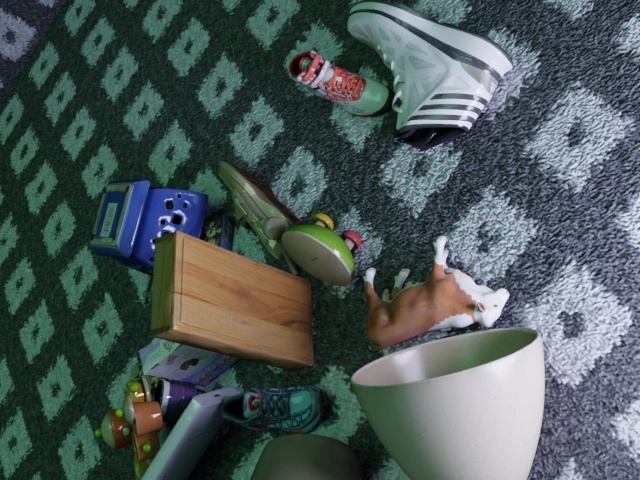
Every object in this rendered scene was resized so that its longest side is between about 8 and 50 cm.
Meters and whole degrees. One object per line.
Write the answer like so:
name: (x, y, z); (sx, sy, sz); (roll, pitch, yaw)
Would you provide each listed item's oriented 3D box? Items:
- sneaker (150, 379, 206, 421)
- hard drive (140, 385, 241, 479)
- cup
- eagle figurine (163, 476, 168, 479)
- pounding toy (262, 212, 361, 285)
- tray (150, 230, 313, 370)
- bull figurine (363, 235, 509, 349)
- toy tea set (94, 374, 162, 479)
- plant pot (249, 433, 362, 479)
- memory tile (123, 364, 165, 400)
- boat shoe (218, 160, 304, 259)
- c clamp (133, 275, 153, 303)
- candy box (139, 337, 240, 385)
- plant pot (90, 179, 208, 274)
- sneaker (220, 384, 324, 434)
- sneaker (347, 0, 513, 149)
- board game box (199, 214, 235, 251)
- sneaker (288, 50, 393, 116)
sneaker: (-0.349, 0.403, 1.905); (0.283, 0.124, 0.107); (147, 131, -68)
hard drive: (-0.312, 0.479, 1.792); (0.040, 0.203, 0.308); (36, 99, 18)
cup: (0.239, 0.307, 1.336); (0.331, 0.331, 0.237); (-14, 92, 37)
eagle figurine: (-0.215, 0.662, 1.677); (0.298, 0.225, 0.226); (5, 120, 12)
pounding toy: (0.000, 0.000, 1.748); (0.236, 0.183, 0.110); (10, 55, 46)
tray: (-0.171, 0.138, 1.650); (0.076, 0.410, 0.203); (-19, 62, 34)
bull figurine: (0.214, 0.111, 1.544); (0.310, 0.101, 0.189); (-23, 56, 30)
toy tea set: (-0.444, 0.429, 1.786); (0.336, 0.124, 0.200); (107, 147, -47)
plant pot: (-0.034, 0.534, 1.483); (0.323, 0.323, 0.281); (-25, 43, 32)
memory tile: (-0.470, 0.396, 2.085); (0.148, 0.012, 0.113); (8, 79, 43)
boat shoe: (-0.170, -0.082, 1.932); (0.110, 0.121, 0.341); (-54, 49, 11)
c clamp: (-0.465, 0.105, 2.185); (0.137, 0.022, 0.161); (9, 81, 43)
candy box: (-0.301, 0.267, 1.862); (0.164, 0.196, 0.070); (-38, 53, 24)
plant pot: (-0.460, -0.037, 2.050); (0.236, 0.212, 0.236); (4, 78, 50)
sneaker: (-0.111, 0.370, 1.707); (0.261, 0.125, 0.104); (-18, 64, 35)
sneaker: (0.174, -0.359, 1.707); (0.447, 0.169, 0.258); (33, 95, 41)
board game box: (-0.307, 0.062, 2.050); (0.165, 0.042, 0.243); (-10, 68, 38)
sneaker: (0.037, -0.372, 1.847); (0.270, 0.145, 0.090); (29, 93, 43)
